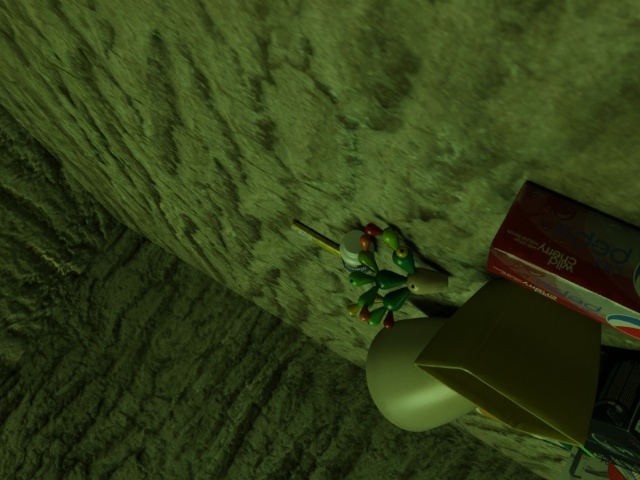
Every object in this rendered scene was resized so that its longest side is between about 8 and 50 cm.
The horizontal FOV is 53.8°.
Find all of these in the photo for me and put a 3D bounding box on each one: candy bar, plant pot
[{"bbox_3d":[0.000,0.000,1.412,0.161,0.018,0.040,31,162,8],"label":"candy bar"},{"bbox_3d":[0.275,0.265,1.346,0.256,0.257,0.274,35,149,-12],"label":"plant pot"},{"bbox_3d":[0.308,0.172,0.989,0.212,0.187,0.212,33,167,-5],"label":"plant pot"}]

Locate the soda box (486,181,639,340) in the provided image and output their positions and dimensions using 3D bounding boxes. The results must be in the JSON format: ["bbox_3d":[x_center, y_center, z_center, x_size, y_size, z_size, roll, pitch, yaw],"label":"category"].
[{"bbox_3d":[0.324,0.040,0.699,0.263,0.092,0.083,27,166,19],"label":"soda box"}]

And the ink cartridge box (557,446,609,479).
[{"bbox_3d":[0.684,0.589,1.539,0.158,0.218,0.092,14,153,50],"label":"ink cartridge box"}]

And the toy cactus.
[{"bbox_3d":[0.142,0.072,1.141,0.180,0.219,0.112,3,-158,-4],"label":"toy cactus"}]

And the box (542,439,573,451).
[{"bbox_3d":[0.581,0.477,1.705,0.244,0.060,0.100,38,165,-23],"label":"box"}]

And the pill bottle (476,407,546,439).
[{"bbox_3d":[0.430,0.349,1.435,0.136,0.136,0.245,38,165,-24],"label":"pill bottle"}]

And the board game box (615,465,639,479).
[{"bbox_3d":[0.606,0.422,1.292,0.147,0.045,0.193,53,-177,-33],"label":"board game box"}]

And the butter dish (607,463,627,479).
[{"bbox_3d":[0.710,0.547,1.406,0.159,0.118,0.160,14,-166,0],"label":"butter dish"}]

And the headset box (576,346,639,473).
[{"bbox_3d":[0.508,0.294,1.093,0.246,0.131,0.283,38,165,-20],"label":"headset box"}]

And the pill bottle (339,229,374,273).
[{"bbox_3d":[0.072,0.023,1.233,0.067,0.067,0.120,28,166,15],"label":"pill bottle"}]
